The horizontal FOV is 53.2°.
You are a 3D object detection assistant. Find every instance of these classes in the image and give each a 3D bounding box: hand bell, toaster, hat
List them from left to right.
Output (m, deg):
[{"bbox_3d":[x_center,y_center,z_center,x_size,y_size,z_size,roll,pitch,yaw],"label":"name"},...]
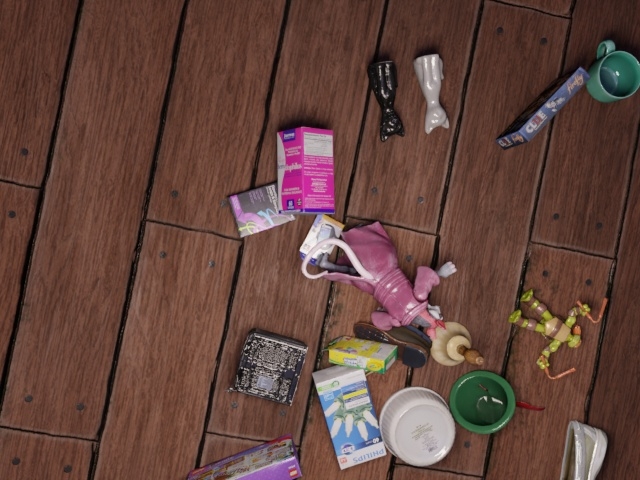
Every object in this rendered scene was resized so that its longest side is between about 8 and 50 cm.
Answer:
[{"bbox_3d":[-0.141,0.331,1.690,0.185,0.110,0.168,16,88,-6],"label":"toaster"},{"bbox_3d":[0.377,0.290,1.680,0.126,0.242,0.126,0,90,-6],"label":"hand bell"},{"bbox_3d":[0.487,0.480,1.801,0.208,0.183,0.173,19,73,37],"label":"hat"}]

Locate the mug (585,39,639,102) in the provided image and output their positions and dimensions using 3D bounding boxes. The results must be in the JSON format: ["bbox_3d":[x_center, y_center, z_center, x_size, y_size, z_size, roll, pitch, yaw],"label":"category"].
[{"bbox_3d":[0.819,-0.467,1.796,0.129,0.097,0.158,18,88,-5],"label":"mug"}]

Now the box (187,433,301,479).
[{"bbox_3d":[-0.199,0.599,1.640,0.293,0.201,0.057,-19,92,-5],"label":"box"}]

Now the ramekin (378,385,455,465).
[{"bbox_3d":[0.268,0.509,1.736,0.207,0.109,0.207,0,90,-7],"label":"ramekin"}]

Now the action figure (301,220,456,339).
[{"bbox_3d":[0.181,0.105,1.636,0.370,0.275,0.248,43,104,22],"label":"action figure"}]

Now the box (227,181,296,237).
[{"bbox_3d":[-0.157,-0.086,1.727,0.162,0.029,0.116,-19,93,-8],"label":"box"}]

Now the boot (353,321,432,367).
[{"bbox_3d":[0.202,0.272,1.754,0.219,0.106,0.082,24,115,20],"label":"boot"}]

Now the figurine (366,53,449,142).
[{"bbox_3d":[0.248,-0.388,1.749,0.214,0.092,0.210,-11,99,-7],"label":"figurine"}]

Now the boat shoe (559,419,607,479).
[{"bbox_3d":[0.702,0.669,1.786,0.103,0.118,0.321,21,84,0],"label":"boat shoe"}]

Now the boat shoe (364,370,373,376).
[{"bbox_3d":[0.105,0.355,1.748,0.152,0.048,0.056,-21,92,-6],"label":"boat shoe"}]

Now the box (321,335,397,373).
[{"bbox_3d":[0.102,0.299,1.690,0.179,0.105,0.043,9,107,26],"label":"box"}]

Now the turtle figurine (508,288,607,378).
[{"bbox_3d":[0.654,0.230,1.788,0.217,0.087,0.270,34,95,2],"label":"turtle figurine"}]

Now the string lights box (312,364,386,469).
[{"bbox_3d":[0.077,0.463,1.708,0.133,0.077,0.260,-17,103,-5],"label":"string lights box"}]

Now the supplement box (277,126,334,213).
[{"bbox_3d":[-0.039,-0.179,1.680,0.113,0.111,0.220,0,89,-40],"label":"supplement box"}]

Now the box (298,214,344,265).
[{"bbox_3d":[0.000,0.000,1.746,0.081,0.028,0.136,27,86,-6],"label":"box"}]

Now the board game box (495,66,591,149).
[{"bbox_3d":[0.601,-0.355,1.740,0.042,0.165,0.243,45,85,-4],"label":"board game box"}]
